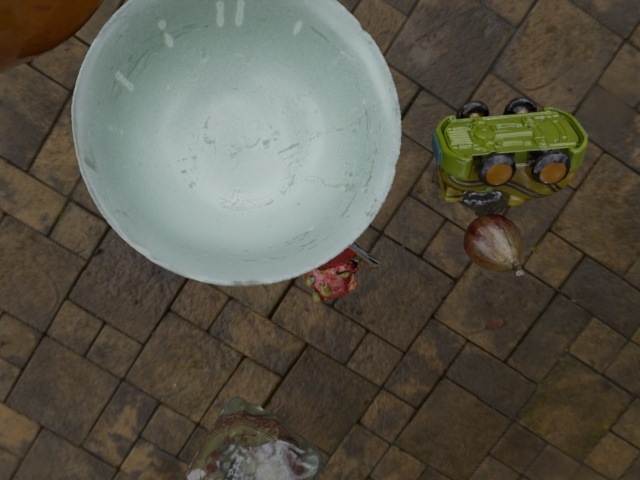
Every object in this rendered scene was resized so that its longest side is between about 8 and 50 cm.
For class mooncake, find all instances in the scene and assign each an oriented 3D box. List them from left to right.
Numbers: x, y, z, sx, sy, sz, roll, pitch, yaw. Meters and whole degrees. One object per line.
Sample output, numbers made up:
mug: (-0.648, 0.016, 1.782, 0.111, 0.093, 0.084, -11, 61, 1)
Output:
mooncake: (-0.073, 0.238, 0.577, 0.130, 0.073, 0.125, 18, 69, 32)

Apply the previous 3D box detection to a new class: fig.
fig: (0.270, 0.019, 0.838, 0.089, 0.125, 0.088, -13, 134, -13)

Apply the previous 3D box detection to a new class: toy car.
toy car: (0.316, -0.137, 0.965, 0.248, 0.200, 0.142, -1, 133, 4)

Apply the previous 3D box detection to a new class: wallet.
wallet: (0.119, 0.036, 1.921, 0.195, 0.161, 0.042, 39, 90, 1)

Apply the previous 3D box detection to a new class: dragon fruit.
dragon fruit: (0.029, 0.075, 1.285, 0.133, 0.207, 0.149, 11, 74, 10)

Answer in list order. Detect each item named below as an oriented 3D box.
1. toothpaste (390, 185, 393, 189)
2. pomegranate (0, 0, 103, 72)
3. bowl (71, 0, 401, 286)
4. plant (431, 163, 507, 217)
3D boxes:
toothpaste: (0.077, -0.057, 1.359, 0.053, 0.066, 0.272, 49, 142, 8)
pomegranate: (-0.272, -0.236, 0.374, 0.265, 0.264, 0.264, 0, 101, 0)
bowl: (-0.115, -0.149, 0.832, 0.435, 0.196, 0.434, 1, 86, -10)
plant: (0.372, -0.164, 1.307, 0.188, 0.276, 0.198, 36, 106, 17)
